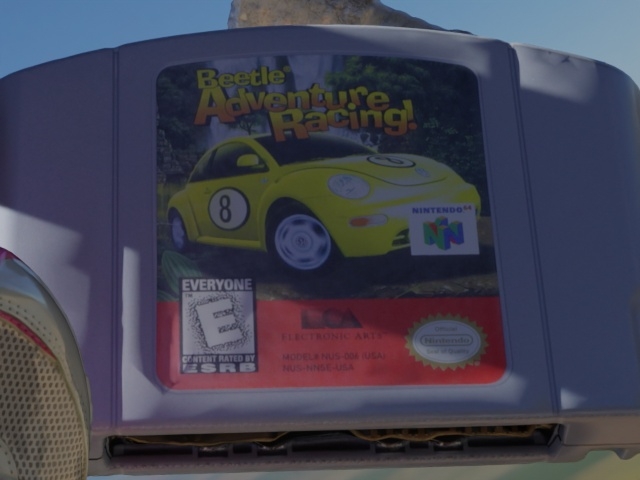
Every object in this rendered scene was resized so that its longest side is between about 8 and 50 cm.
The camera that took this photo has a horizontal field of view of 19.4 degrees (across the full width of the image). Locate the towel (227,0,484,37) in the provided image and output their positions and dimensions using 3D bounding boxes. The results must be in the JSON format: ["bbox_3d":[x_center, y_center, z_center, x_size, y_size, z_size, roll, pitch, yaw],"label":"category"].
[{"bbox_3d":[0.017,-0.026,1.107,0.282,0.187,0.049,101,-166,-45],"label":"towel"}]

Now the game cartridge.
[{"bbox_3d":[0.000,0.000,0.792,0.294,0.196,0.060,-2,-33,-5],"label":"game cartridge"}]

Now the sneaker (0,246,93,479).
[{"bbox_3d":[-0.123,0.125,0.584,0.103,0.252,0.111,6,14,-15],"label":"sneaker"}]
